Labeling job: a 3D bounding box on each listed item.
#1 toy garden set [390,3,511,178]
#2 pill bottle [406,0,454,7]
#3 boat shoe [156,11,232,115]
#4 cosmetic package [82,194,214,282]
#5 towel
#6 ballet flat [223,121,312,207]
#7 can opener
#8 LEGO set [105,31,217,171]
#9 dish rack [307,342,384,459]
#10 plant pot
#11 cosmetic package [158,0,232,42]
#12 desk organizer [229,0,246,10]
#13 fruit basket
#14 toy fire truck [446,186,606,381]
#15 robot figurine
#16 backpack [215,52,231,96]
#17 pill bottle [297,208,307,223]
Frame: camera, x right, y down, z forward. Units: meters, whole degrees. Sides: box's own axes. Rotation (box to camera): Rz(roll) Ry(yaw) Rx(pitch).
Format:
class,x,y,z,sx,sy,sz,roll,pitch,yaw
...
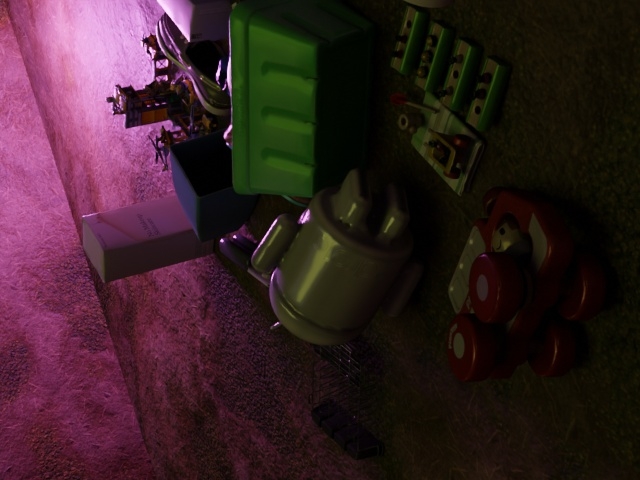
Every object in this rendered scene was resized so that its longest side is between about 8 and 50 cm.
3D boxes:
class,x,y,z,sx,sy,sz,roll,pitch,yaw
toy garden set,0.175,-0.233,1.503,0.244,0.049,0.203,46,132,41
pill bottle,0.182,-0.478,1.259,0.181,0.182,0.323,57,148,28
boat shoe,-0.279,-0.428,2.185,0.305,0.109,0.091,55,147,19
cosmetic package,-0.448,-0.012,2.480,0.160,0.310,0.113,48,142,38
towel,0.207,-0.161,1.549,0.152,0.023,0.113,54,144,36
ballet flat,-0.094,-0.196,1.996,0.342,0.116,0.124,45,121,48
can opener,-0.153,0.063,2.243,0.280,0.074,0.093,35,134,49
LEGO set,-0.414,-0.357,2.365,0.331,0.192,0.255,55,147,30
dish rack,0.050,0.318,2.021,0.208,0.074,0.271,32,129,49
plant pot,-0.254,-0.113,2.246,0.165,0.166,0.234,58,154,27
cosmetic package,-0.279,-0.546,2.100,0.238,0.127,0.107,49,142,35
desk organizer,-0.163,-0.522,1.984,0.047,0.050,0.130,-11,95,62
fruit basket,-0.083,-0.292,1.773,0.392,0.283,0.392,22,125,34
toy fire truck,0.275,0.055,1.412,0.254,0.169,0.302,-108,23,-45
robot figurine,0.033,0.046,1.693,0.199,0.300,0.353,-87,20,-56
backpack,-0.156,-0.343,2.015,0.120,0.098,0.101,56,143,31
pill bottle,0.000,0.000,1.888,0.121,0.121,0.216,64,150,18
